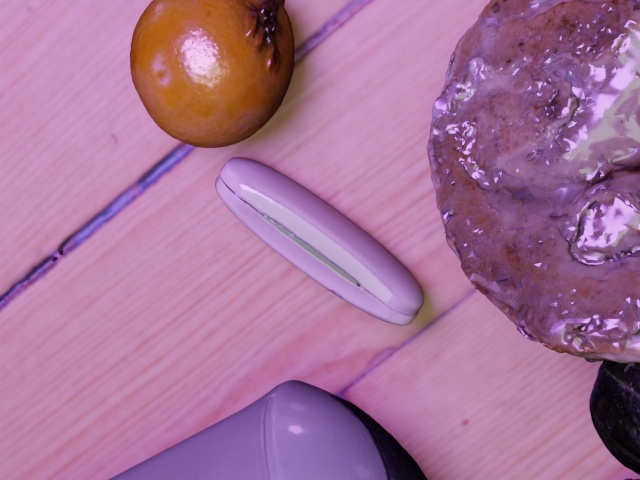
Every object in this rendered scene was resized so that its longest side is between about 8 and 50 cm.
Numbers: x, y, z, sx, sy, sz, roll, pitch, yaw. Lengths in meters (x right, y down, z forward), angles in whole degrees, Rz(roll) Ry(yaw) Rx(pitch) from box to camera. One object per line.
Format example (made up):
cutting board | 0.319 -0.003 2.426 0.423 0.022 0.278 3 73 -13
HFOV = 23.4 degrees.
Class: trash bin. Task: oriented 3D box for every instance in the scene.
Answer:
trash bin | -0.099 0.302 1.265 0.432 0.280 0.280 -26 97 14

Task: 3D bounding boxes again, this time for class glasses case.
glasses case | 0.000 0.000 1.290 0.204 0.081 0.051 37 105 1

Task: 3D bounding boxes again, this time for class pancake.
pancake | 0.252 -0.093 1.154 0.387 0.082 0.386 -9 72 31

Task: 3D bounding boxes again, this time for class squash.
squash | 0.290 0.096 1.215 0.156 0.193 0.193 44 103 16

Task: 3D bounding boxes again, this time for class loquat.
loquat | -0.087 -0.146 1.245 0.141 0.141 0.141 1 101 7

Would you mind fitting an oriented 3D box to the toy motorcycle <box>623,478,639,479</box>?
toy motorcycle | 0.339 0.247 1.301 0.205 0.076 0.114 -3 109 6
